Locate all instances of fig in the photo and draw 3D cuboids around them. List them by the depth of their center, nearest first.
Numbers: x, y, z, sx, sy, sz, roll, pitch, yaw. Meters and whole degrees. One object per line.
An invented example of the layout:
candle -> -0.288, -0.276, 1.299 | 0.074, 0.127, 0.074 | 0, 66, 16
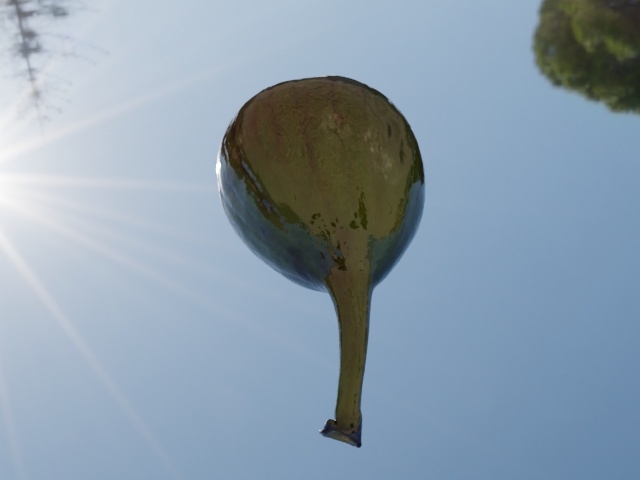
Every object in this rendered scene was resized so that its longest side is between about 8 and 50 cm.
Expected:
fig -> 0.000, 0.000, 0.670 | 0.151, 0.151, 0.259 | -2, -135, 1
